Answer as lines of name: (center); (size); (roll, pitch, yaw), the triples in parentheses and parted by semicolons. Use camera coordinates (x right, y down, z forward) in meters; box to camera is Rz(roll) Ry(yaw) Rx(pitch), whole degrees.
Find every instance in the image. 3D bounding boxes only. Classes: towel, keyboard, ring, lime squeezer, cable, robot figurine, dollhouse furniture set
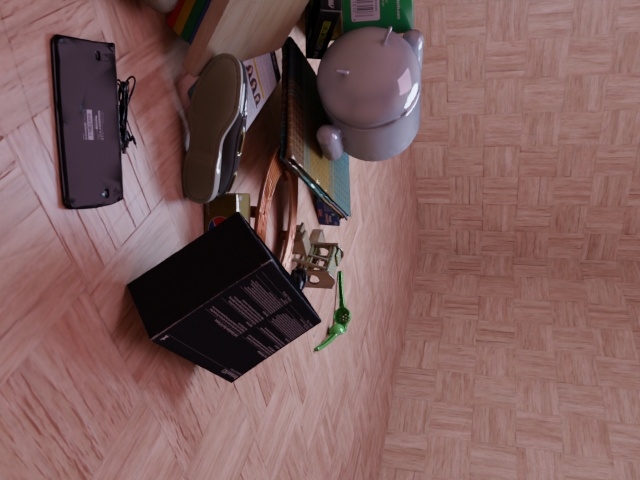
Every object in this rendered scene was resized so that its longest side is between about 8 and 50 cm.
towel: (-0.006, -0.223, 1.213); (0.370, 0.040, 0.272); (38, 49, -64)
keyboard: (-0.267, -0.134, 0.654); (0.100, 0.038, 0.192); (-9, 102, -49)
ring: (-0.095, -0.032, 1.127); (0.336, 0.032, 0.337); (7, 90, -81)
lime squeezer: (0.053, 0.238, 1.671); (0.310, 0.058, 0.110); (-69, 155, -45)
cable: (-0.072, 0.140, 1.177); (0.151, 0.047, 0.184); (106, 8, -56)
robot figurine: (0.104, -0.291, 1.133); (0.300, 0.199, 0.353); (-51, 164, -5)
dollhouse furniture set: (0.000, 0.000, 1.394); (0.182, 0.101, 0.161); (-70, 155, -46)

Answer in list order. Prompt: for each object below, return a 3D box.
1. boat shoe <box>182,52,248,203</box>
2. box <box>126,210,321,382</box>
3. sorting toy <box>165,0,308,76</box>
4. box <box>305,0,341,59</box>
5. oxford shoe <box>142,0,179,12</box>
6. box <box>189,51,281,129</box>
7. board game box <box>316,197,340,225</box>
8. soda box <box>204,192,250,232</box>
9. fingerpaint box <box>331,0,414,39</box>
boat shoe: (-0.153, -0.169, 0.852); (0.068, 0.081, 0.228); (-24, 135, -62)
box: (-0.128, 0.097, 0.828); (0.103, 0.184, 0.261); (52, -4, 29)
sorting toy: (-0.094, -0.393, 0.824); (0.257, 0.089, 0.255); (-49, 177, 39)
box: (0.002, -0.472, 1.056); (0.184, 0.045, 0.191); (136, -46, -80)
oxford shoe: (-0.210, -0.464, 0.695); (0.130, 0.123, 0.348); (155, -60, -85)
box: (-0.141, -0.275, 0.975); (0.244, 0.060, 0.101); (-70, 155, -46)
board game box: (0.033, -0.175, 1.531); (0.194, 0.060, 0.194); (81, 16, -52)
soda box: (-0.157, 0.010, 0.951); (0.058, 0.061, 0.181); (-22, 113, -72)
fingerpaint box: (0.070, -0.670, 1.203); (0.371, 0.163, 0.445); (-122, -154, -69)
